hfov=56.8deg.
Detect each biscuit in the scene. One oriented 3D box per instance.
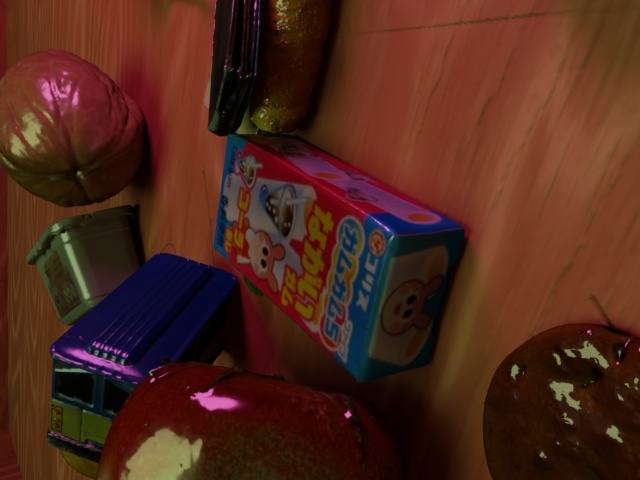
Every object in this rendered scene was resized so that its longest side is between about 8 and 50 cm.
[{"bbox_3d":[0.203,0.165,0.437,0.212,0.036,0.212,12,104,53],"label":"biscuit"}]

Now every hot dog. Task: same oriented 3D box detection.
[{"bbox_3d":[-0.021,-0.256,0.652,0.068,0.083,0.289,27,118,27],"label":"hot dog"}]

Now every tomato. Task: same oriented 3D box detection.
[{"bbox_3d":[-0.071,0.251,0.592,0.303,0.303,0.239,-6,68,54],"label":"tomato"}]

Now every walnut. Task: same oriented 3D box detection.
[{"bbox_3d":[-0.471,-0.208,1.110,0.252,0.277,0.313,-38,49,7],"label":"walnut"}]

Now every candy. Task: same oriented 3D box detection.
[{"bbox_3d":[-0.001,0.000,0.638,0.306,0.100,0.157,35,122,44],"label":"candy"}]

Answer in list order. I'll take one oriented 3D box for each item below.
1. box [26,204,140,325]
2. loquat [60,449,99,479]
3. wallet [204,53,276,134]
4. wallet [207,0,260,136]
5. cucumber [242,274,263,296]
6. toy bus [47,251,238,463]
[{"bbox_3d":[-0.492,0.065,1.266,0.312,0.175,0.182,-27,82,52],"label":"box"},{"bbox_3d":[-0.400,0.373,1.149,0.213,0.213,0.246,12,105,52],"label":"loquat"},{"bbox_3d":[-0.101,-0.199,0.796,0.155,0.039,0.110,44,125,41],"label":"wallet"},{"bbox_3d":[-0.097,-0.296,0.699,0.169,0.044,0.317,145,129,-66],"label":"wallet"},{"bbox_3d":[-0.102,0.003,0.829,0.037,0.037,0.155,-19,79,53],"label":"cucumber"},{"bbox_3d":[-0.230,0.151,0.811,0.138,0.287,0.175,17,116,6],"label":"toy bus"}]
